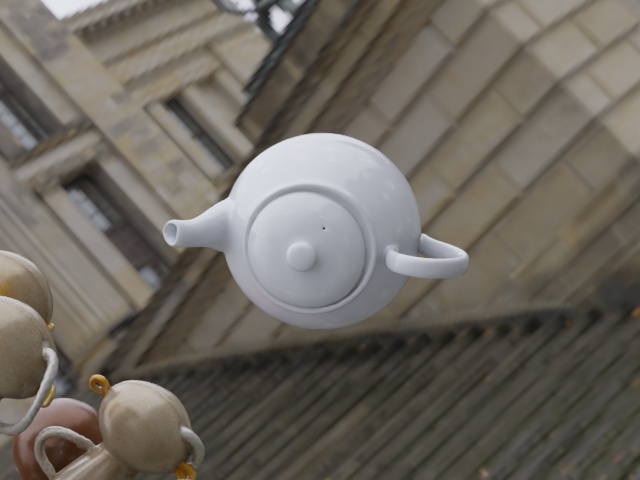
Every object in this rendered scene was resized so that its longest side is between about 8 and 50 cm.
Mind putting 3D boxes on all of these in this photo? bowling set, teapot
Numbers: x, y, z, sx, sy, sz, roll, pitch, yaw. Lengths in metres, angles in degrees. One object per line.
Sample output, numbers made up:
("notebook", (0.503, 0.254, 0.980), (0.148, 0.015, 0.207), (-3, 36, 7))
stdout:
("bowling set", (-0.144, 0.074, 0.632), (0.154, 0.287, 0.200), (-51, -4, 19))
("teapot", (0.000, 0.000, 1.553), (0.256, 0.252, 0.187), (-37, 5, 13))
